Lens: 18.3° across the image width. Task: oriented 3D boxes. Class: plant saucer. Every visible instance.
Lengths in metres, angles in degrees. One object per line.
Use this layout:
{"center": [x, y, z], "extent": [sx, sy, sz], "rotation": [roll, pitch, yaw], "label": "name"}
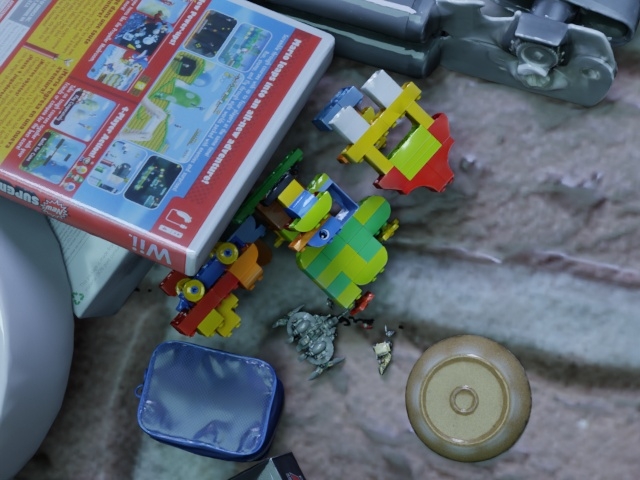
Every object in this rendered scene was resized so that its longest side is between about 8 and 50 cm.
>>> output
{"center": [0.094, 0.103, 1.286], "extent": [0.083, 0.015, 0.083], "rotation": [0, 90, 14], "label": "plant saucer"}

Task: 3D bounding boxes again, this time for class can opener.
{"center": [0.063, -0.158, 1.281], "extent": [0.283, 0.076, 0.095], "rotation": [17, 61, 13], "label": "can opener"}

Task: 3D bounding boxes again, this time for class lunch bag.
{"center": [-0.075, 0.107, 1.300], "extent": [0.098, 0.065, 0.067], "rotation": [14, 78, 7], "label": "lunch bag"}

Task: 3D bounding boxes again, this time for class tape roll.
{"center": [-0.305, 0.053, 1.275], "extent": [0.286, 0.100, 0.286], "rotation": [2, 97, 19], "label": "tape roll"}

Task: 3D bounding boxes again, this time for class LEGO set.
{"center": [0.007, 0.064, 1.303], "extent": [0.083, 0.023, 0.054], "rotation": [-6, 88, 13], "label": "LEGO set"}

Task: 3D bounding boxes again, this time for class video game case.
{"center": [-0.160, -0.107, 1.229], "extent": [0.285, 0.025, 0.204], "rotation": [23, 52, 11], "label": "video game case"}

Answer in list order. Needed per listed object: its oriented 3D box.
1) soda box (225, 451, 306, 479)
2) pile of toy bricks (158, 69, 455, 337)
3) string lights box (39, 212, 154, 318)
{"center": [-0.010, 0.224, 1.287], "extent": [0.053, 0.060, 0.169], "rotation": [-29, 83, 11], "label": "soda box"}
{"center": [0.000, 0.000, 1.274], "extent": [0.105, 0.118, 0.212], "rotation": [44, 82, -10], "label": "pile of toy bricks"}
{"center": [-0.207, -0.080, 1.328], "extent": [0.259, 0.077, 0.133], "rotation": [40, 98, 11], "label": "string lights box"}
